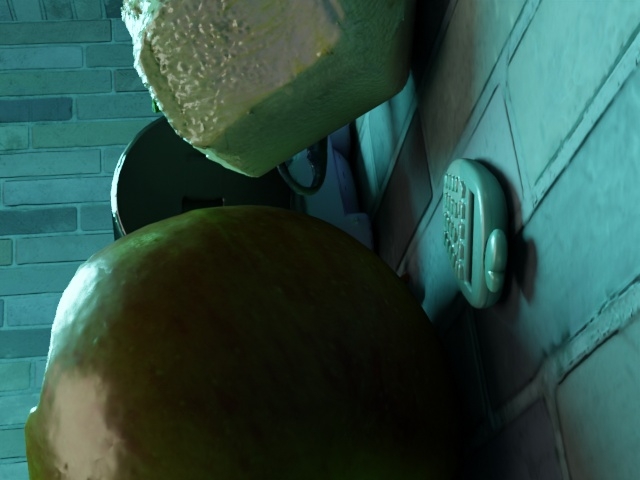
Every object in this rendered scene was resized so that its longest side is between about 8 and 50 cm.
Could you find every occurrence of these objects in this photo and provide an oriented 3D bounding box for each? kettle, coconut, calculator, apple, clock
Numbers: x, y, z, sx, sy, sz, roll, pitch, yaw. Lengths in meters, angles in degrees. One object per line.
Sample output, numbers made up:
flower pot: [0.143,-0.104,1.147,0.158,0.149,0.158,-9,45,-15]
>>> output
kettle: [-0.118,-0.052,1.162,0.262,0.203,0.308,-59,3,-11]
coconut: [-0.029,-0.199,0.886,0.233,0.245,0.233,47,-159,-24]
calculator: [0.106,-0.006,0.722,0.153,0.021,0.095,-116,24,-71]
apple: [-0.060,0.146,0.819,0.339,0.339,0.340,177,90,-82]
clock: [0.000,0.000,1.245,0.248,0.090,0.228,93,170,-49]

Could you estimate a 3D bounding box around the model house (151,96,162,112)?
model house: [-0.112,-0.091,1.496,0.357,0.242,0.313,160,103,-80]

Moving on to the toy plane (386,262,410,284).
toy plane: [0.053,0.106,1.000,0.130,0.061,0.189,25,126,47]

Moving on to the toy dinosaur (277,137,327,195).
toy dinosaur: [-0.015,-0.207,1.094,0.076,0.147,0.363,100,156,-63]
